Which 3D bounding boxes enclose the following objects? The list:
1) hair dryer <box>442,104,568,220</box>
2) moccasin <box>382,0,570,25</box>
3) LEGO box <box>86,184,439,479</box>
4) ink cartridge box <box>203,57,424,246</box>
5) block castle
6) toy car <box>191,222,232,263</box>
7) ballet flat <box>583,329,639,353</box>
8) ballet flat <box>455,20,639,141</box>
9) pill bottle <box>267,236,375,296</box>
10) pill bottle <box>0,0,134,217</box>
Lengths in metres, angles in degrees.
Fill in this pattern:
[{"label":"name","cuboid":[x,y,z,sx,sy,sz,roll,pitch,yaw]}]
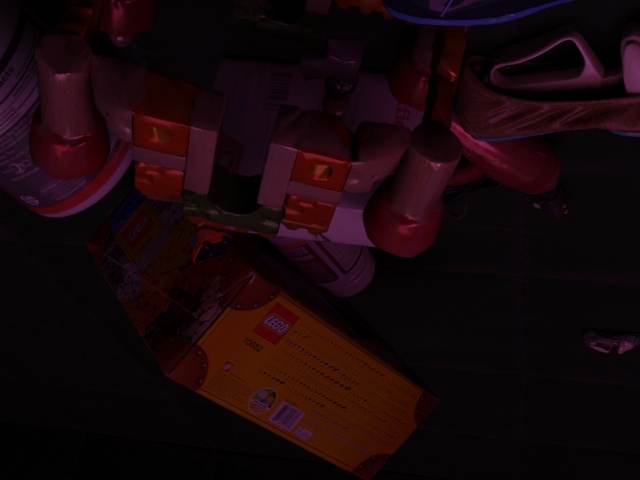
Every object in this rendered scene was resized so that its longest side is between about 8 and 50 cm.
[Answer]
[{"label":"hair dryer","cuboid":[0.220,-0.091,1.316,0.223,0.080,0.293,0,152,20]},{"label":"moccasin","cuboid":[0.216,-0.298,0.894,0.342,0.137,0.117,-11,144,11]},{"label":"LEGO box","cuboid":[-0.089,0.137,1.557,0.500,0.193,0.372,38,-175,-43]},{"label":"ink cartridge box","cuboid":[-0.006,-0.110,1.228,0.283,0.207,0.117,7,155,9]},{"label":"block castle","cuboid":[-0.065,-0.165,1.047,0.453,0.303,0.213,13,147,-4]},{"label":"toy car","cuboid":[-0.142,-0.020,1.209,0.040,0.060,0.122,49,151,24]},{"label":"ballet flat","cuboid":[0.554,0.195,1.799,0.114,0.041,0.041,4,153,13]},{"label":"ballet flat","cuboid":[0.317,-0.186,1.094,0.342,0.116,0.124,1,132,27]},{"label":"pill bottle","cuboid":[0.000,0.000,1.540,0.121,0.121,0.221,-4,150,28]},{"label":"pill bottle","cuboid":[-0.416,-0.201,1.209,0.210,0.210,0.363,-6,148,31]}]
